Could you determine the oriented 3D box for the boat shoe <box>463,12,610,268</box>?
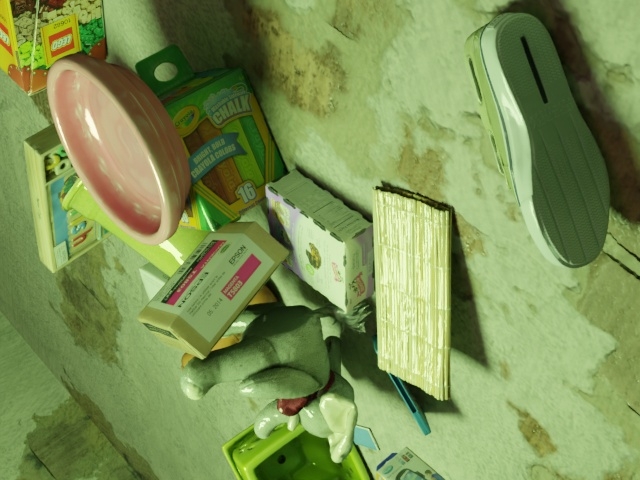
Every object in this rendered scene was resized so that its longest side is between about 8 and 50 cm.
[{"bbox_3d":[0.250,-0.114,1.127,0.094,0.109,0.302,-168,59,-72],"label":"boat shoe"}]

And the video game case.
[{"bbox_3d":[0.137,0.242,1.660,0.166,0.015,0.119,60,-177,-6],"label":"video game case"}]

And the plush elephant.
[{"bbox_3d":[-0.047,0.248,1.723,0.272,0.330,0.255,-89,-16,-69],"label":"plush elephant"}]

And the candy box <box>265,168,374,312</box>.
[{"bbox_3d":[0.000,0.000,1.629,0.196,0.070,0.165,36,145,33],"label":"candy box"}]

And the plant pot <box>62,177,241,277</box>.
[{"bbox_3d":[-0.299,-0.071,1.854,0.254,0.276,0.276,45,151,-4],"label":"plant pot"}]

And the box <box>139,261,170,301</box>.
[{"bbox_3d":[-0.282,0.132,2.139,0.181,0.119,0.182,26,139,42],"label":"box"}]

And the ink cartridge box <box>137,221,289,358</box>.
[{"bbox_3d":[-0.187,0.078,1.671,0.088,0.235,0.193,45,162,-19],"label":"ink cartridge box"}]

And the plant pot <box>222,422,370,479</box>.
[{"bbox_3d":[-0.061,0.475,2.048,0.207,0.227,0.228,6,125,64],"label":"plant pot"}]

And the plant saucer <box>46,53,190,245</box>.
[{"bbox_3d":[-0.316,-0.153,1.575,0.332,0.084,0.332,38,147,30],"label":"plant saucer"}]

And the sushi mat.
[{"bbox_3d":[0.138,0.079,1.478,0.151,0.019,0.317,21,122,45],"label":"sushi mat"}]

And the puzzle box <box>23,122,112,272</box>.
[{"bbox_3d":[-0.468,-0.126,2.010,0.052,0.272,0.409,41,149,17],"label":"puzzle box"}]

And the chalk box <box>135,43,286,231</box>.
[{"bbox_3d":[-0.211,-0.184,1.653,0.179,0.180,0.289,8,126,54],"label":"chalk box"}]

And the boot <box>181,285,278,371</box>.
[{"bbox_3d":[-0.215,0.148,1.981,0.283,0.109,0.220,-21,106,35],"label":"boot"}]

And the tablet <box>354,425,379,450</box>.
[{"bbox_3d":[0.083,0.394,1.961,0.083,0.006,0.054,1,120,57],"label":"tablet"}]

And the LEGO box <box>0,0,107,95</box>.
[{"bbox_3d":[-0.649,-0.588,1.900,0.500,0.193,0.372,42,148,24],"label":"LEGO box"}]

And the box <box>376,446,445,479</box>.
[{"bbox_3d":[0.167,0.443,1.805,0.136,0.081,0.028,37,146,30],"label":"box"}]
